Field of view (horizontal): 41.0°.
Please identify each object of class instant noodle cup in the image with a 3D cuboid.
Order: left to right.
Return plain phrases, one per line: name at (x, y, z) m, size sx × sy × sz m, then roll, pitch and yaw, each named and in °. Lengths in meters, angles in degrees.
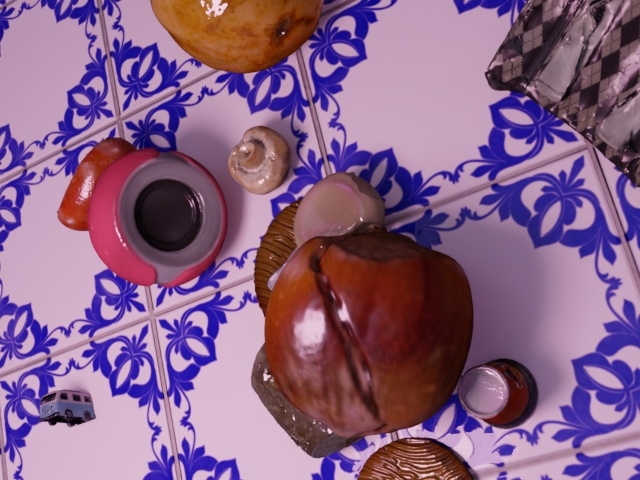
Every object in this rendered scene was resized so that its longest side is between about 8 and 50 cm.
instant noodle cup at (0.294, 0.258, 1.455) m, size 0.127 × 0.136 × 0.127 m, roll -6°, pitch 77°, yaw 26°

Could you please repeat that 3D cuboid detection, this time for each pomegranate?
pomegranate at (-0.187, -0.546, 1.739) m, size 0.410 × 0.410 × 0.410 m, roll -6°, pitch 77°, yaw 27°

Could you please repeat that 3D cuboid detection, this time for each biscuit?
biscuit at (0.000, 0.056, 1.714) m, size 0.318 × 0.040 × 0.317 m, roll -6°, pitch 76°, yaw 27°
biscuit at (0.171, 0.444, 1.544) m, size 0.229 × 0.031 × 0.176 m, roll -16°, pitch 71°, yaw 24°

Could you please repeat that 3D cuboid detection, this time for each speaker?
speaker at (-0.345, -0.047, 1.782) m, size 0.294 × 0.294 × 0.294 m, roll -6°, pitch 77°, yaw 27°

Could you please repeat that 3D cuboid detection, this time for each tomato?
tomato at (-0.478, -0.112, 1.917) m, size 0.095 × 0.237 × 0.236 m, roll 34°, pitch 97°, yaw 10°

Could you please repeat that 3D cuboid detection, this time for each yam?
yam at (-0.022, 0.302, 1.615) m, size 0.254 × 0.154 × 0.154 m, roll 39°, pitch 99°, yaw 28°

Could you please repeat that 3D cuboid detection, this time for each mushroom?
mushroom at (-0.126, -0.167, 1.788) m, size 0.148 × 0.112 × 0.148 m, roll -11°, pitch 66°, yaw 26°

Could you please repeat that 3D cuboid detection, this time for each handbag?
handbag at (0.506, -0.293, 1.445) m, size 0.416 × 0.180 × 0.316 m, roll 47°, pitch 115°, yaw 27°

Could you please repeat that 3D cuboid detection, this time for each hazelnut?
hazelnut at (0.086, 0.152, 1.461) m, size 0.372 × 0.315 × 0.372 m, roll -7°, pitch 68°, yaw 17°

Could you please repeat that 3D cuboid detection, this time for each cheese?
cheese at (0.000, 0.000, 1.660) m, size 0.163 × 0.082 × 0.286 m, roll 45°, pitch 104°, yaw 28°

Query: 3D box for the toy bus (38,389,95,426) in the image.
toy bus at (-0.567, 0.371, 1.910) m, size 0.060 × 0.123 × 0.074 m, roll -23°, pitch 66°, yaw 23°
